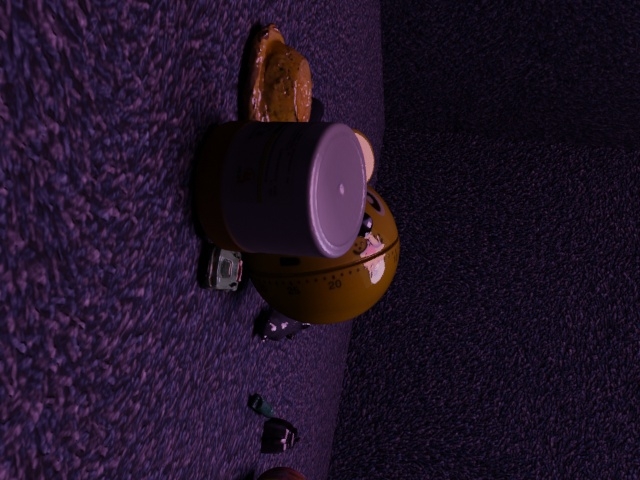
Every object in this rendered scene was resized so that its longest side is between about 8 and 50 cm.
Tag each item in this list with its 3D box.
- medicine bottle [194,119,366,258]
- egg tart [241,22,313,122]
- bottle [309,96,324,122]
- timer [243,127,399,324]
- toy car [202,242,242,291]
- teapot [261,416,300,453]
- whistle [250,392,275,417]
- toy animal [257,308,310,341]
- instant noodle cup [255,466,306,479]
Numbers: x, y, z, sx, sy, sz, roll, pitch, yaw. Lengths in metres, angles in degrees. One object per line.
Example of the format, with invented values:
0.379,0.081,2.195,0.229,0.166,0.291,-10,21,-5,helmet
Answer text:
-0.064,-0.093,1.350,0.238,0.231,0.238,-13,105,-63,medicine bottle
-0.087,-0.308,1.610,0.288,0.118,0.288,3,90,-78,egg tart
-0.048,-0.280,1.960,0.244,0.072,0.082,-70,146,-52,bottle
-0.005,-0.026,1.642,0.376,0.375,0.387,-57,140,-69,timer
-0.178,0.053,1.463,0.186,0.058,0.094,34,61,-79,toy car
-0.104,0.553,2.151,0.177,0.096,0.087,35,62,-79,teapot
-0.150,0.426,1.971,0.186,0.039,0.039,71,27,-68,whistle
-0.092,0.219,1.937,0.210,0.117,0.121,-51,153,-77,toy animal
-0.105,0.679,1.929,0.255,0.243,0.244,93,4,-88,instant noodle cup
